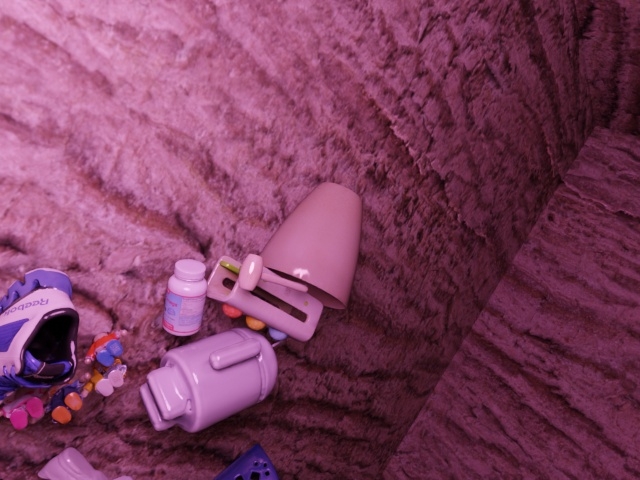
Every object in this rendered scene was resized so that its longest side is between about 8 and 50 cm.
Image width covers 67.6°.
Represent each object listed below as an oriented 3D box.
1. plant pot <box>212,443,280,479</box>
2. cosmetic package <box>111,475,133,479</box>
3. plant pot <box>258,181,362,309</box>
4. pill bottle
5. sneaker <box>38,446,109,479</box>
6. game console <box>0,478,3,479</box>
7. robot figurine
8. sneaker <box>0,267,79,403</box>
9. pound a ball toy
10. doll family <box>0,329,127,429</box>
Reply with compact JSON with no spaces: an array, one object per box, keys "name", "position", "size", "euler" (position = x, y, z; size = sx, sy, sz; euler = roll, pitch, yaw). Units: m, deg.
[{"name":"plant pot","position":[-0.219,0.865,1.568],"size":[0.236,0.212,0.235],"euler":[-32,135,-28]},{"name":"cosmetic package","position":[-0.527,0.837,1.066],"size":[0.328,0.394,0.329],"euler":[-1,116,-47]},{"name":"plant pot","position":[0.000,0.000,1.222],"size":[0.256,0.257,0.273],"euler":[45,64,-51]},{"name":"pill bottle","position":[-0.303,0.127,1.076],"size":[0.087,0.087,0.160],"euler":[-8,120,-44]},{"name":"sneaker","position":[-0.550,0.573,1.093],"size":[0.094,0.080,0.212],"euler":[-34,106,-10]},{"name":"game console","position":[-0.724,0.541,0.960],"size":[0.107,0.071,0.122],"euler":[22,99,-21]},{"name":"robot figurine","position":[-0.251,0.334,1.179],"size":[0.354,0.199,0.300],"euler":[-12,155,-43]},{"name":"sneaker","position":[-0.528,0.208,0.809],"size":[0.315,0.182,0.127],"euler":[-52,140,-8]},{"name":"pound a ball toy","position":[-0.127,0.148,1.132],"size":[0.319,0.208,0.135],"euler":[36,70,-39]},{"name":"doll family","position":[-0.480,0.290,0.946],"size":[0.263,0.163,0.118],"euler":[-37,108,-26]}]
